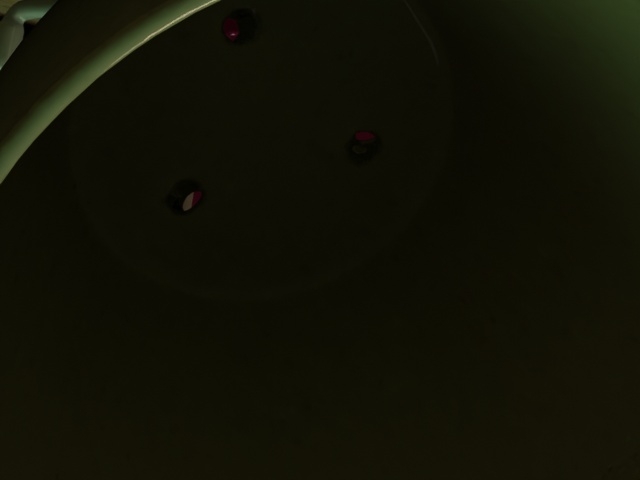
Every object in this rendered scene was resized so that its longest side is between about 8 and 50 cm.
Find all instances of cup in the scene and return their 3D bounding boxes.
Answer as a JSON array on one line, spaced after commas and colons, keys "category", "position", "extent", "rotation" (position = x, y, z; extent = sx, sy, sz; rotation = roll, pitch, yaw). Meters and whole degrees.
[{"category": "cup", "position": [0.000, 0.000, 0.738], "extent": [0.331, 0.331, 0.237], "rotation": [10, -155, -22]}]

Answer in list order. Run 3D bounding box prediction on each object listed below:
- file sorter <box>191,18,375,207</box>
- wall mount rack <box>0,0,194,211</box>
[{"category": "file sorter", "position": [0.045, 0.030, 1.203], "extent": [0.202, 0.291, 0.182], "rotation": [9, -178, 23]}, {"category": "wall mount rack", "position": [-0.113, 0.015, 1.251], "extent": [0.130, 0.304, 0.350], "rotation": [-1, 173, 30]}]
